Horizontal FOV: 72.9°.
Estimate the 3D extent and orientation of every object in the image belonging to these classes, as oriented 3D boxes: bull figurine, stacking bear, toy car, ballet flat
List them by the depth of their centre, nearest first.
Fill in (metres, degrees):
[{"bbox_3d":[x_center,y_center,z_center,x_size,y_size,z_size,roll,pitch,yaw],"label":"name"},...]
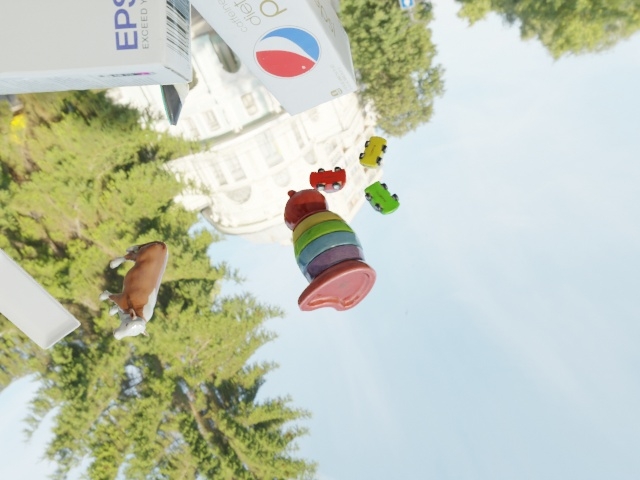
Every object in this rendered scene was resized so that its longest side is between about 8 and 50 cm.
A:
[{"bbox_3d":[-0.331,-0.355,0.952,0.074,0.203,0.074,-21,177,-1],"label":"ballet flat"},{"bbox_3d":[0.000,0.000,1.007,0.164,0.175,0.289,-49,-129,32],"label":"stacking bear"},{"bbox_3d":[0.118,-0.141,1.111,0.239,0.053,0.225,-33,-117,-9],"label":"toy car"},{"bbox_3d":[-0.548,0.144,1.278,0.188,0.101,0.310,0,-120,23],"label":"bull figurine"}]

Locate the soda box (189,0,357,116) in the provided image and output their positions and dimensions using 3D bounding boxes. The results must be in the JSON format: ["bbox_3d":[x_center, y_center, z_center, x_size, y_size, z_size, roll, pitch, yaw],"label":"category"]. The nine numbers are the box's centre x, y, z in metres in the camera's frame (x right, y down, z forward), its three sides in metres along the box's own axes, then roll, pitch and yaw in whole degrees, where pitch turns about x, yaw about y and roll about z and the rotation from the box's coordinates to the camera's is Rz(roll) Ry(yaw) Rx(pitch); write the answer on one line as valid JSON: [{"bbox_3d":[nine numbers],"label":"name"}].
[{"bbox_3d":[-0.046,-0.191,0.330,0.074,0.216,0.069,-16,-115,21],"label":"soda box"}]

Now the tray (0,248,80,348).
[{"bbox_3d":[-0.738,0.143,1.079,0.145,0.270,0.030,-33,-162,14],"label":"tray"}]

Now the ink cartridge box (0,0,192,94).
[{"bbox_3d":[-0.294,-0.317,0.427,0.330,0.324,0.071,0,-176,7],"label":"ink cartridge box"}]
